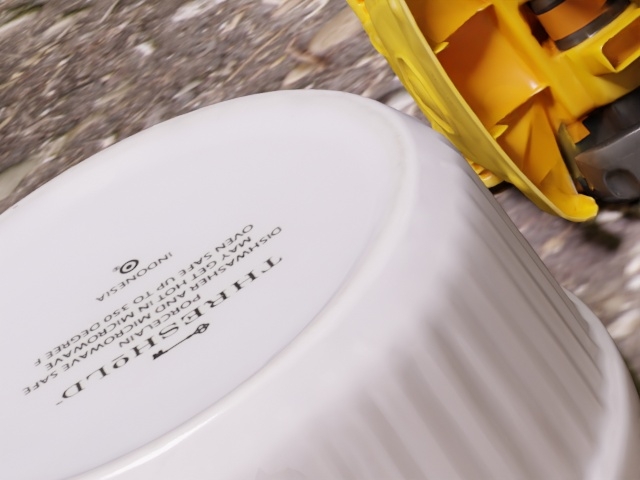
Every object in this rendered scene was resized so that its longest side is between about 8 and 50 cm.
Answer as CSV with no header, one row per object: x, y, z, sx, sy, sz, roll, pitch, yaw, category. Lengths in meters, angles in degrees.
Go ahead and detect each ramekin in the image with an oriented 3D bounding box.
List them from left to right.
-0.038,0.061,0.650,0.273,0.127,0.273,-23,28,13,ramekin

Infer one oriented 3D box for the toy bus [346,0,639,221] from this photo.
0.121,-0.119,0.819,0.220,0.149,0.211,-37,7,-8,toy bus
